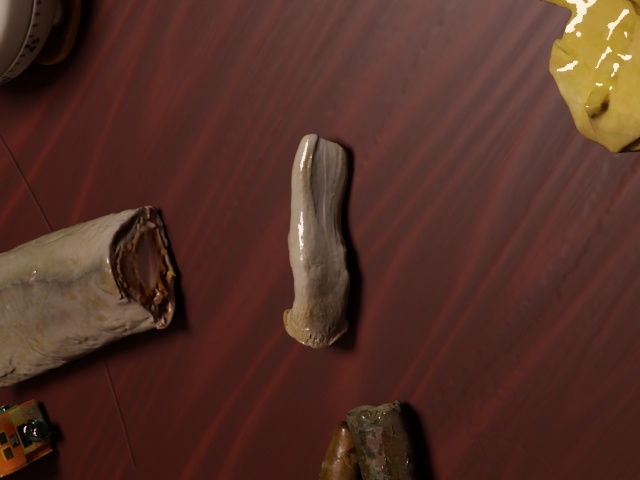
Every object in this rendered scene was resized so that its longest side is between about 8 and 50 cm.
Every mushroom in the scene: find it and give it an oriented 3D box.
[{"bbox_3d":[-0.003,0.000,1.131,0.054,0.059,0.202,-156,63,-66],"label":"mushroom"}]

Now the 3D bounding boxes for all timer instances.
[{"bbox_3d":[-0.386,-0.258,1.198,0.233,0.240,0.234,7,104,31],"label":"timer"}]

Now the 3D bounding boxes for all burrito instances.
[{"bbox_3d":[-0.289,0.066,1.292,0.299,0.105,0.143,-21,93,32],"label":"burrito"}]

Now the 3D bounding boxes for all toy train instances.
[{"bbox_3d":[-0.396,0.240,1.398,0.188,0.099,0.072,-20,89,34],"label":"toy train"}]

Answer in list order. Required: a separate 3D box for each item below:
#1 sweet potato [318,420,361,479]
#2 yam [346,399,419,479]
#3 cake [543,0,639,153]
[{"bbox_3d":[0.002,0.347,1.193,0.108,0.079,0.346,-4,98,4],"label":"sweet potato"},{"bbox_3d":[0.083,0.276,1.134,0.061,0.061,0.253,-14,94,33],"label":"yam"},{"bbox_3d":[0.252,-0.212,0.819,0.222,0.227,0.286,32,116,22],"label":"cake"}]
